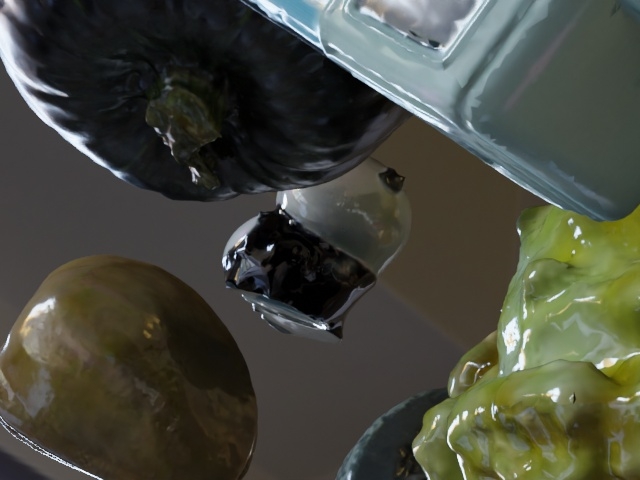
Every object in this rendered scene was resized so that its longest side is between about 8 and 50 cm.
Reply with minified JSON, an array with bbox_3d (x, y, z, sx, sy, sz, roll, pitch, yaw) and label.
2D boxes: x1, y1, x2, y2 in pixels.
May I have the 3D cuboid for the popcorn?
[{"bbox_3d":[0.221,0.077,0.672,0.335,0.279,0.274,-30,-94,21],"label":"popcorn"}]

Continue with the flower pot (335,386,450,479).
[{"bbox_3d":[0.130,0.271,0.961,0.299,0.299,0.283,21,-40,-8],"label":"flower pot"}]

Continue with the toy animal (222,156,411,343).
[{"bbox_3d":[0.000,0.000,1.172,0.138,0.179,0.166,34,-6,2],"label":"toy animal"}]

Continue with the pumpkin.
[{"bbox_3d":[-0.064,-0.171,0.835,0.323,0.241,0.323,11,-37,8],"label":"pumpkin"}]

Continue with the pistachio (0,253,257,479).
[{"bbox_3d":[-0.166,0.127,1.165,0.260,0.212,0.163,33,-24,4],"label":"pistachio"}]

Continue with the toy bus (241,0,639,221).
[{"bbox_3d":[0.102,-0.148,0.384,0.133,0.165,0.271,25,-75,-48],"label":"toy bus"}]
